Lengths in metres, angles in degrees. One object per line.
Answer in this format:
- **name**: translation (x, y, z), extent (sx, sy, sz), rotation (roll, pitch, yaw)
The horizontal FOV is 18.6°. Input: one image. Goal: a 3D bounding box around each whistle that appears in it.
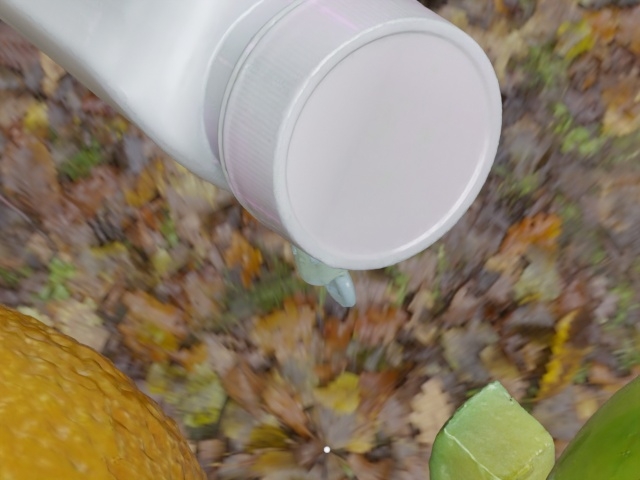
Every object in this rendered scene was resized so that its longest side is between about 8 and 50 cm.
- **whistle**: translation (0.000, 0.000, 1.013), extent (0.035, 0.100, 0.035), rotation (-10, 47, 11)

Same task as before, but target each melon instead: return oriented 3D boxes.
- **melon**: translation (0.134, 0.198, 1.178), extent (0.064, 0.118, 0.209), rotation (-20, 58, -37)

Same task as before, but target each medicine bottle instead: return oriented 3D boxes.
- **medicine bottle**: translation (-0.048, -0.094, 0.855), extent (0.161, 0.296, 0.111), rotation (18, 104, -37)

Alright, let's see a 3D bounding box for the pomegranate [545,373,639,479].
- **pomegranate**: translation (0.189, 0.092, 0.702), extent (0.236, 0.236, 0.302), rotation (6, 103, 1)

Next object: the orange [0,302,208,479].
- **orange**: translation (-0.148, 0.133, 0.531), extent (0.264, 0.264, 0.264), rotation (0, 84, 0)
